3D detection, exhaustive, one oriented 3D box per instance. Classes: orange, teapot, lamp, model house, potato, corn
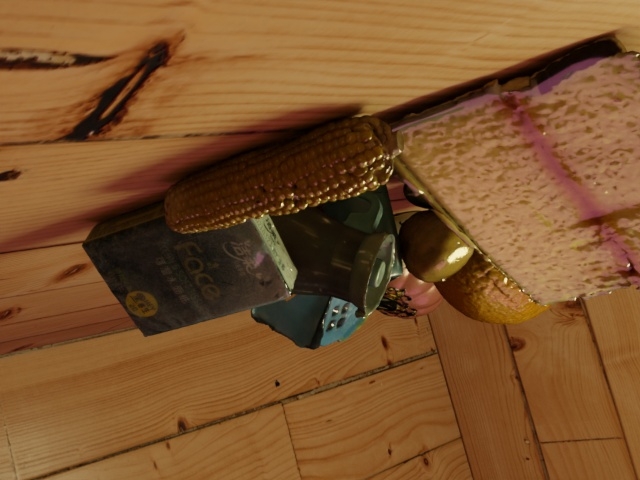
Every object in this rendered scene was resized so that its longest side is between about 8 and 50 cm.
[{"bbox_3d":[0.366,0.014,1.602,0.322,0.322,0.357,-18,164,24],"label":"orange"},{"bbox_3d":[-0.001,0.008,1.218,0.225,0.203,0.171,16,173,17],"label":"teapot"},{"bbox_3d":[0.235,0.090,2.283,0.305,0.239,0.305,19,149,12],"label":"lamp"},{"bbox_3d":[-0.004,0.162,2.148,0.237,0.215,0.303,26,-168,29],"label":"model house"},{"bbox_3d":[0.206,0.009,1.358,0.137,0.137,0.176,-14,-167,-3],"label":"potato"},{"bbox_3d":[-0.052,-0.076,0.944,0.320,0.097,0.097,-15,174,20],"label":"corn"}]

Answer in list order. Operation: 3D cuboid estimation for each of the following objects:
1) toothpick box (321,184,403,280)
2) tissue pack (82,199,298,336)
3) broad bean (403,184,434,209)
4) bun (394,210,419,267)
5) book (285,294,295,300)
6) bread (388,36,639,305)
[{"bbox_3d":[0.079,-0.009,1.363,0.120,0.184,0.120,-15,172,-2],"label":"toothpick box"},{"bbox_3d":[-0.184,0.025,1.116,0.257,0.185,0.081,-17,-150,18],"label":"tissue pack"},{"bbox_3d":[0.214,-0.096,1.383,0.124,0.082,0.174,9,-179,3],"label":"broad bean"},{"bbox_3d":[0.192,0.009,1.995,0.231,0.133,0.231,-15,171,-2],"label":"bun"},{"bbox_3d":[0.005,0.021,1.610,0.262,0.028,0.374,-33,166,-3],"label":"book"},{"bbox_3d":[0.329,-0.052,1.003,0.346,0.405,0.242,-30,178,21],"label":"bread"}]
